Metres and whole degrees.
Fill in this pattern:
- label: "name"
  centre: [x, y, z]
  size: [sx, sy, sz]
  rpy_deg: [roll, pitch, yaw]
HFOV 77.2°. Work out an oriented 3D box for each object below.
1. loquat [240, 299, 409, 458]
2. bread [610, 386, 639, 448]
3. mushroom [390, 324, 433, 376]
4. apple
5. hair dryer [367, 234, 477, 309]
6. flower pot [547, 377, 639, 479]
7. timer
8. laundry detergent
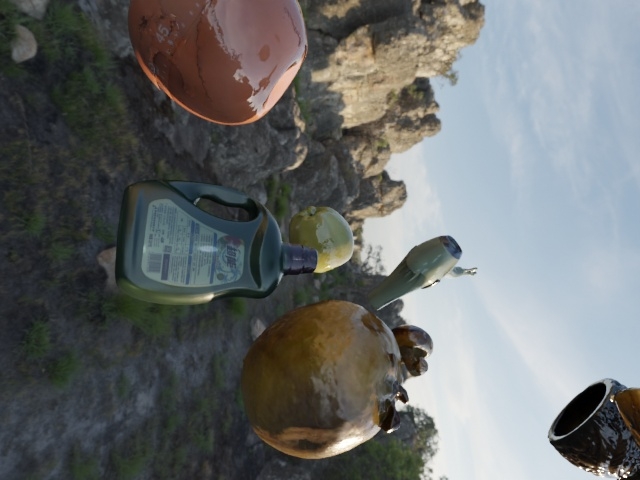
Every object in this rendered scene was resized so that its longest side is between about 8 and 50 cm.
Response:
- label: "loquat"
  centre: [-0.001, 0.183, 0.560]
  size: [0.238, 0.238, 0.193]
  rpy_deg: [-52, 136, -82]
- label: "bread"
  centre: [0.562, 0.313, 0.700]
  size: [0.072, 0.053, 0.106]
  rpy_deg: [101, -20, -58]
- label: "mushroom"
  centre: [0.146, 0.173, 0.643]
  size: [0.129, 0.088, 0.072]
  rpy_deg: [165, -54, -78]
- label: "apple"
  centre: [0.000, 0.000, 1.142]
  size: [0.200, 0.200, 0.200]
  rpy_deg: [-7, 90, -85]
- label: "hair dryer"
  centre: [0.169, 0.067, 0.665]
  size: [0.199, 0.167, 0.067]
  rpy_deg: [28, 34, -56]
- label: "flower pot"
  centre: [0.828, 0.565, 1.098]
  size: [0.267, 0.266, 0.266]
  rpy_deg: [43, -11, 22]
- label: "timer"
  centre: [-0.140, -0.288, 0.569]
  size: [0.215, 0.229, 0.229]
  rpy_deg: [38, 15, -7]
- label: "laundry detergent"
  centre: [-0.110, 0.002, 0.466]
  size: [0.078, 0.222, 0.144]
  rpy_deg: [134, -45, -62]
